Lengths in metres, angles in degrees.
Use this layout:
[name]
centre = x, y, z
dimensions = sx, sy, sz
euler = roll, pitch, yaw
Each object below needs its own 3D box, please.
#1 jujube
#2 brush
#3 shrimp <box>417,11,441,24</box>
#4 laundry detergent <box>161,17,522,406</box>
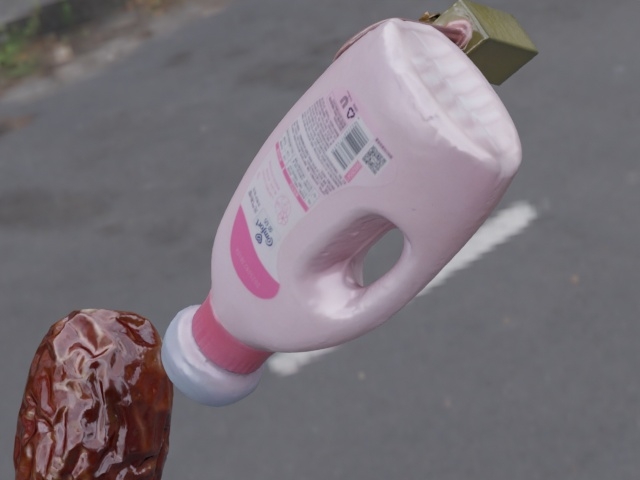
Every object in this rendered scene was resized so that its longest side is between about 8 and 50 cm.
[jujube]
centre = -0.245, 0.200, 2.063
dimensions = 0.174, 0.250, 0.174
euler = 7, -8, 1
[brush]
centre = 0.075, -0.145, 1.457
dimensions = 0.103, 0.047, 0.233
euler = -36, -18, 23
[shrimp]
centre = 0.108, -0.192, 2.277
dimensions = 0.066, 0.117, 0.262
euler = -19, 14, 27
[laundry detergent]
centre = 0.000, 0.000, 1.333
dimensions = 0.088, 0.335, 0.159
euler = -12, 61, -47
